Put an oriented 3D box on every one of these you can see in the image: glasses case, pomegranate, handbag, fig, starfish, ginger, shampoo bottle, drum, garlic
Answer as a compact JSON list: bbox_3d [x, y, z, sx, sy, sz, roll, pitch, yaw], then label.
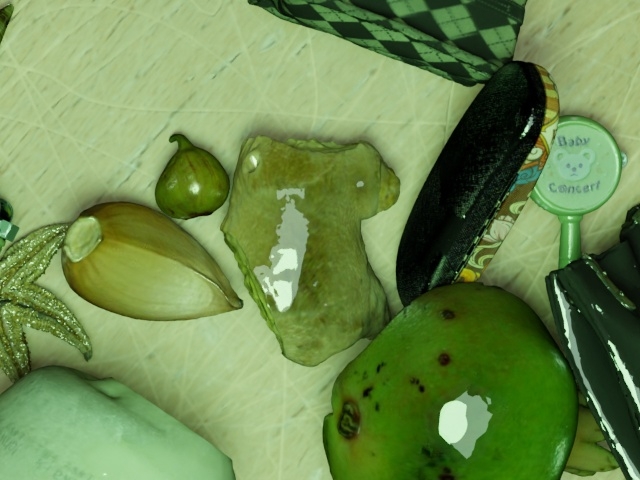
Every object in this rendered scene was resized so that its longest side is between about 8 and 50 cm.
[{"bbox_3d":[0.166,-0.051,1.709,0.082,0.122,0.321,15,126,-18],"label":"glasses case"},{"bbox_3d":[0.186,0.222,1.715,0.358,0.216,0.310,11,116,-25],"label":"pomegranate"},{"bbox_3d":[0.384,0.109,1.727,0.152,0.342,0.288,-33,90,39],"label":"handbag"},{"bbox_3d":[-0.145,-0.073,1.762,0.082,0.084,0.098,-10,93,-21],"label":"fig"},{"bbox_3d":[-0.355,0.066,1.777,0.240,0.043,0.227,-40,93,-5],"label":"starfish"},{"bbox_3d":[0.000,0.000,1.758,0.221,0.130,0.276,-36,106,-14],"label":"ginger"},{"bbox_3d":[-0.257,0.302,1.672,0.322,0.322,0.317,27,87,-6],"label":"shampoo bottle"},{"bbox_3d":[0.306,-0.021,1.814,0.130,0.049,0.253,-16,97,-2],"label":"drum"},{"bbox_3d":[-0.193,0.023,1.757,0.206,0.128,0.115,21,50,-19],"label":"garlic"},{"bbox_3d":[0.138,-0.399,1.713,0.316,0.180,0.416,19,90,-14],"label":"handbag"}]

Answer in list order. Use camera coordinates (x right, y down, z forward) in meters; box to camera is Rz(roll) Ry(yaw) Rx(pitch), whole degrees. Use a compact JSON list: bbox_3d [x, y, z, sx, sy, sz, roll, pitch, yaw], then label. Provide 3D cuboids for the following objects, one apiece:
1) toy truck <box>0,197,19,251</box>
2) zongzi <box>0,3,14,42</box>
[{"bbox_3d":[-0.434,-0.022,1.727,0.191,0.085,0.116,23,83,1],"label":"toy truck"},{"bbox_3d":[-0.453,-0.204,1.732,0.187,0.084,0.184,19,80,-2],"label":"zongzi"}]
